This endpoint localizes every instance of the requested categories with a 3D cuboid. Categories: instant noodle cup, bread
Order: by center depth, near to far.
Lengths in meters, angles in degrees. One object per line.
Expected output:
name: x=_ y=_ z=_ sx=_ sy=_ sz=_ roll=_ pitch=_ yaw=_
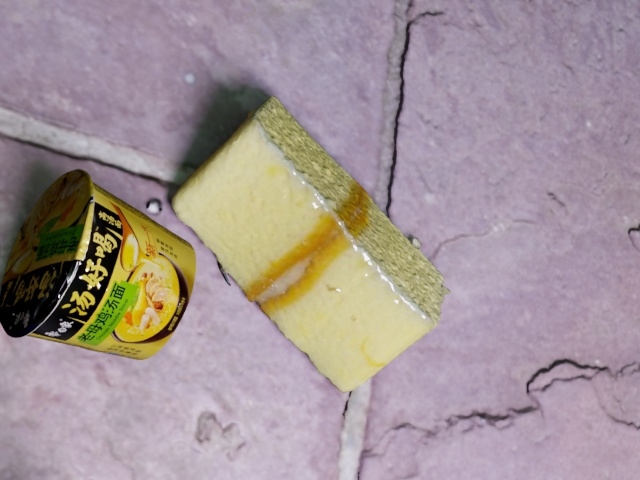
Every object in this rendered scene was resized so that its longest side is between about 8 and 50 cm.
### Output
instant noodle cup: x=-0.187 y=0.030 z=1.223 sx=0.122 sy=0.151 sz=0.151 roll=27 pitch=65 yaw=-32
bread: x=0.000 y=0.000 z=1.348 sx=0.266 sy=0.142 sz=0.178 roll=45 pitch=76 yaw=-8
